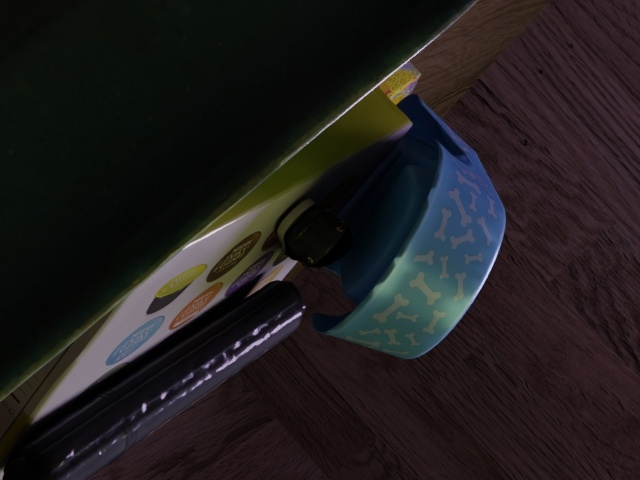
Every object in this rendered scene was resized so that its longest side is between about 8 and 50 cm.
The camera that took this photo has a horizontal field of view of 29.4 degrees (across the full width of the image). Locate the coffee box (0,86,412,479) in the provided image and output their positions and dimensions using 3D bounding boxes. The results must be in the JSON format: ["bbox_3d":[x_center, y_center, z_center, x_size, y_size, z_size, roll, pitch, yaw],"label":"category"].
[{"bbox_3d":[-0.206,-0.061,0.941,0.338,0.338,0.334,-32,167,-52],"label":"coffee box"}]

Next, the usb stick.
[{"bbox_3d":[-0.115,0.110,0.894,0.278,0.045,0.077,-33,167,-42],"label":"usb stick"}]

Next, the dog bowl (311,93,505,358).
[{"bbox_3d":[0.066,-0.010,0.962,0.166,0.074,0.297,-55,-168,16],"label":"dog bowl"}]

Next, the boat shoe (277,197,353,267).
[{"bbox_3d":[-0.001,0.001,0.902,0.049,0.042,0.133,-47,173,-1],"label":"boat shoe"}]

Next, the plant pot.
[{"bbox_3d":[-0.165,-0.123,0.514,0.341,0.334,0.341,-39,-175,4],"label":"plant pot"}]

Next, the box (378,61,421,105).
[{"bbox_3d":[-0.047,-0.157,1.741,0.290,0.177,0.279,-39,170,-21],"label":"box"}]
